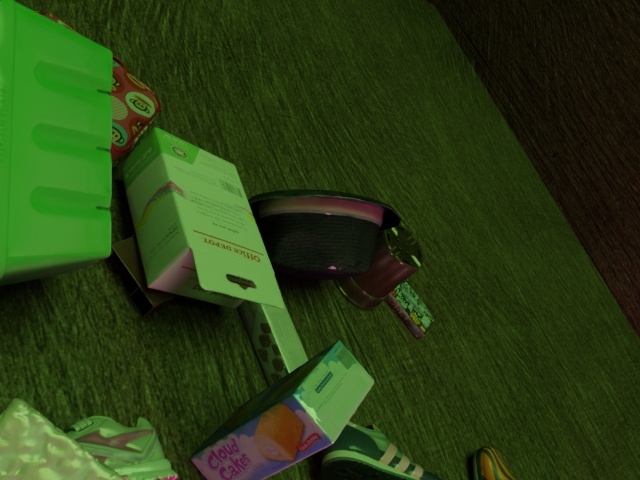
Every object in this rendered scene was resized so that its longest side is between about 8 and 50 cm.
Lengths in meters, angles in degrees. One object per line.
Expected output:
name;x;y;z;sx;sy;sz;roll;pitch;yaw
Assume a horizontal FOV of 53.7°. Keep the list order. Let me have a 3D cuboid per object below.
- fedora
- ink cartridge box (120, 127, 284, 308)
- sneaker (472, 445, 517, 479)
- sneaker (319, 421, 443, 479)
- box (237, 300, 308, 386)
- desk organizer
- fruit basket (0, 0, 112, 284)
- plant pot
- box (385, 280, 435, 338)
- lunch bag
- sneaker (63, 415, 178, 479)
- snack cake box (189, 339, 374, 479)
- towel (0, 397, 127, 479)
fedora;0.000;0.000;1.311;0.334;0.334;0.152;12;76;-43
ink cartridge box;-0.213;-0.010;1.122;0.207;0.119;0.353;23;35;-48
sneaker;0.461;0.576;1.343;0.125;0.180;0.320;2;57;-48
sneaker;0.129;0.413;1.183;0.319;0.112;0.131;35;28;-30
box;-0.099;0.156;1.201;0.067;0.063;0.323;0;59;-51
desk organizer;-0.308;0.061;1.068;0.130;0.047;0.050;54;37;4
fruit basket;-0.477;-0.113;0.809;0.392;0.283;0.391;8;77;-34
plant pot;0.139;0.052;1.478;0.167;0.165;0.166;30;39;-28
box;0.225;0.169;1.587;0.137;0.027;0.094;51;35;0
lunch bag;-0.448;-0.283;1.163;0.293;0.120;0.258;39;36;-16
sneaker;-0.315;0.289;0.814;0.252;0.103;0.111;11;42;-45
snack cake box;-0.059;0.274;0.959;0.089;0.264;0.152;50;34;-1
towel;-0.310;0.386;0.661;0.332;0.053;0.317;44;61;-10
